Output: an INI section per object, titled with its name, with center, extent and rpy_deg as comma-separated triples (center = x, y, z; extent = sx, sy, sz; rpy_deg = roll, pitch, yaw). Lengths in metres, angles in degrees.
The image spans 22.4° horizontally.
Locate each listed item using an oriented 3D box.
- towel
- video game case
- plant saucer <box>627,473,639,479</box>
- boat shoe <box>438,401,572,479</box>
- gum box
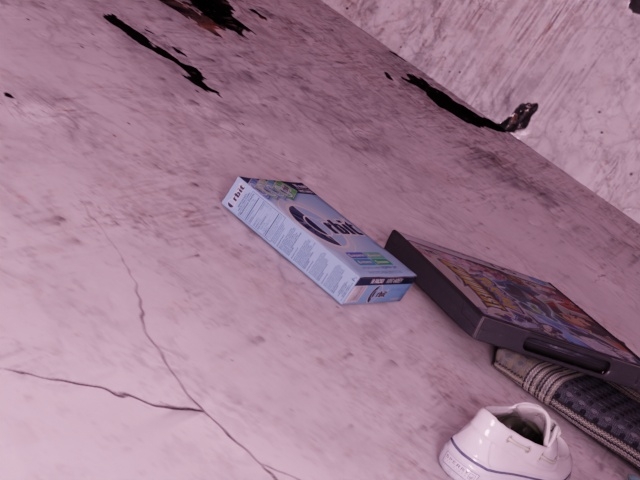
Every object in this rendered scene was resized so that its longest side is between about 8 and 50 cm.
[towel]
center = 0.376, 0.212, 1.894
extent = 0.312, 0.056, 0.324
rpy_deg = 33, 15, 24
[video game case]
center = 0.232, 0.081, 1.923
extent = 0.248, 0.035, 0.275
rpy_deg = 19, 13, -26
[plant saucer]
center = 0.407, 0.309, 1.710
extent = 0.192, 0.018, 0.067
rpy_deg = 30, 14, -14
[boat shoe]
center = 0.195, 0.192, 1.521
extent = 0.083, 0.076, 0.226
rpy_deg = 40, 16, 24
[gum box]
center = 0.000, 0.000, 1.792
extent = 0.184, 0.041, 0.157
rpy_deg = 40, 16, 21
